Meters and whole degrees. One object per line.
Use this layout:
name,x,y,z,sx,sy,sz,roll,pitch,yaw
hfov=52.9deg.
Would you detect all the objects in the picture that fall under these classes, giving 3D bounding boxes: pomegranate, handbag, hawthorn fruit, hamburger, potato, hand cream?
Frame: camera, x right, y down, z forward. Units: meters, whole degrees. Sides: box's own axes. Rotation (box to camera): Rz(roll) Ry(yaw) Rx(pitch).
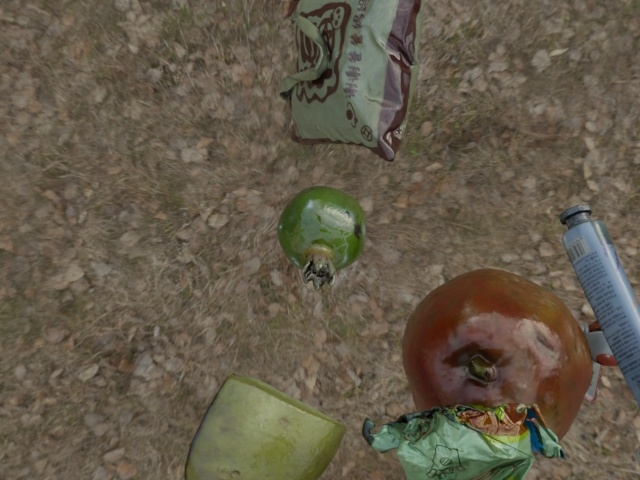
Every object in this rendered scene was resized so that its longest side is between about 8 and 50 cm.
pomegranate,0.002,0.001,1.277,0.187,0.225,0.187,4,131,4
handbag,0.036,-0.210,0.761,0.127,0.235,0.213,-1,102,-28
hawthorn fruit,0.347,0.248,1.318,0.403,0.403,0.402,0,94,-3
hamburger,0.220,0.347,1.021,0.260,0.276,0.150,19,59,-37
potato,-0.060,0.222,0.632,0.120,0.081,0.149,20,87,21
hand cream,0.370,0.081,0.812,0.058,0.091,0.271,-11,65,-6

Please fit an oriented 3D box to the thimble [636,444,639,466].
thimble,0.676,0.386,1.049,0.195,0.291,0.291,3,94,-5

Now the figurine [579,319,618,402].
figurine,0.653,0.236,1.495,0.183,0.226,0.160,35,51,-1
